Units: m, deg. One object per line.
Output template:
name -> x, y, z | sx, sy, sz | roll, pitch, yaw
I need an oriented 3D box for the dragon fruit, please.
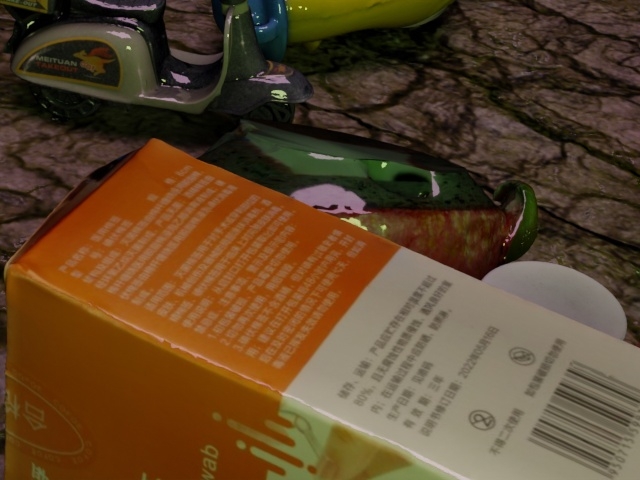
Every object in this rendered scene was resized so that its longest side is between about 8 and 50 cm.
dragon fruit -> 0.000, 0.000, 0.977 | 0.268, 0.130, 0.295 | 6, 11, -19

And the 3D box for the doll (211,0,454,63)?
doll -> 0.047, -0.255, 1.389 | 0.199, 0.145, 0.363 | 17, 37, 33

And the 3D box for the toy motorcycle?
toy motorcycle -> -0.131, -0.163, 1.204 | 0.263, 0.157, 0.091 | 11, 37, 2

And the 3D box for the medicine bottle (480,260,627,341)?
medicine bottle -> 0.112, 0.108, 0.871 | 0.086, 0.183, 0.086 | 6, 36, -5

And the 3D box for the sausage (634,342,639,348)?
sausage -> 0.293, 0.159, 0.840 | 0.094, 0.094, 0.419 | -6, 20, -19

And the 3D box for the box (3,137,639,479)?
box -> 0.002, 0.121, 0.790 | 0.341, 0.225, 0.143 | 24, 39, 17
